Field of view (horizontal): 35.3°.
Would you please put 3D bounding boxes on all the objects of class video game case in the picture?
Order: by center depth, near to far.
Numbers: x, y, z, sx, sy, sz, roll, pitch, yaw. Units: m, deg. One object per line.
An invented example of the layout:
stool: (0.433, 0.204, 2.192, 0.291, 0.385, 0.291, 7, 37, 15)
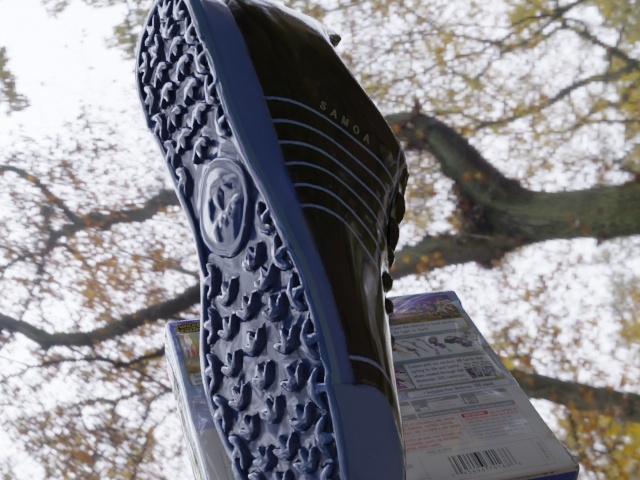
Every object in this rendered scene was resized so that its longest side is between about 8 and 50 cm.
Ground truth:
video game case: (0.027, 0.141, 0.808, 0.269, 0.244, 0.061, -6, -58, -15)

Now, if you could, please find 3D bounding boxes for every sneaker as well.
sneaker: (0.000, 0.000, 0.383, 0.090, 0.081, 0.232, 1, -118, -36)
